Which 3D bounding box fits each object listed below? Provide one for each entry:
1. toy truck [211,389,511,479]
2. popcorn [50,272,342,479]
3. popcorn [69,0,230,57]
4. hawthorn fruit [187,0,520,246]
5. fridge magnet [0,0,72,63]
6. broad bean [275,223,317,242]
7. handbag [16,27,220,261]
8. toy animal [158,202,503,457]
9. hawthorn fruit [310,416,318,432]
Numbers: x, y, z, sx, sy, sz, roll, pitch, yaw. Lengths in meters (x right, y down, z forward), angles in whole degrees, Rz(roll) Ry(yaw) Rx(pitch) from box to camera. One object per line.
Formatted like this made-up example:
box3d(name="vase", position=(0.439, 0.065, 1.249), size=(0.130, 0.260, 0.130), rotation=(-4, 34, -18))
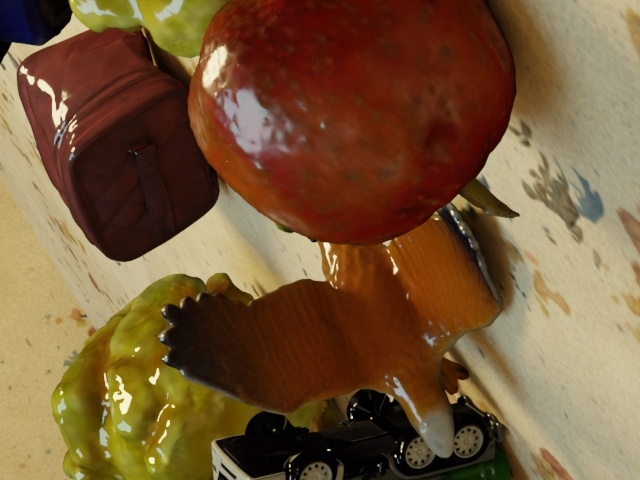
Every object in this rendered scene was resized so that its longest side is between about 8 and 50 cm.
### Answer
box3d(name="toy truck", position=(0.037, 0.192, 1.552), size=(0.101, 0.242, 0.125), rotation=(-144, 50, -59))
box3d(name="popcorn", position=(-0.145, 0.196, 1.995), size=(0.290, 0.321, 0.325), rotation=(56, 148, 4))
box3d(name="popcorn", position=(-0.098, -0.223, 1.206), size=(0.203, 0.200, 0.226), rotation=(15, 168, -4))
box3d(name="hawthorn fruit", position=(0.030, -0.075, 1.101), size=(0.200, 0.179, 0.179), rotation=(40, 167, -3))
box3d(name="fridge magnet", position=(-0.222, -0.240, 1.370), size=(0.265, 0.112, 0.265), rotation=(7, -90, -84))
box3d(name="broad bean", position=(-0.043, -0.073, 1.593), size=(0.070, 0.048, 0.213), rotation=(41, 159, 47))
box3d(name="handbag", position=(-0.188, -0.091, 1.855), size=(0.135, 0.146, 0.225), rotation=(52, 164, 32))
box3d(name="toy animal", position=(0.010, 0.015, 1.468), size=(0.302, 0.225, 0.284), rotation=(55, -169, -48))
box3d(name="hawthorn fruit", position=(0.047, 0.297, 1.700), size=(0.262, 0.258, 0.258), rotation=(64, 166, -8))
